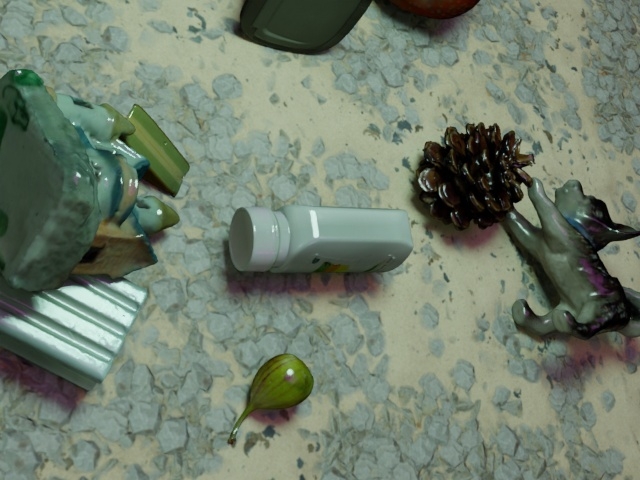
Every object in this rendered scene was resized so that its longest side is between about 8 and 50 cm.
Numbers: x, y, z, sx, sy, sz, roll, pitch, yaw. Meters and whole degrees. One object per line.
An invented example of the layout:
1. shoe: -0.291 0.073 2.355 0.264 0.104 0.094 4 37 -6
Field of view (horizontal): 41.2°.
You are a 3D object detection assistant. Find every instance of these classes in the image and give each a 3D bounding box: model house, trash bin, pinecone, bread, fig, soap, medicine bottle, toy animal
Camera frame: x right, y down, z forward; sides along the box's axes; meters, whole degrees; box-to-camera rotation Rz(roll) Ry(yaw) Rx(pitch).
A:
1. model house: -0.310 -0.079 1.236 0.325 0.194 0.267 10 38 -50
2. trash bin: -0.028 -0.517 1.597 0.219 0.220 0.250 13 59 -26
3. pinecone: 0.303 -0.132 1.637 0.221 0.221 0.221 10 67 -26
4. bread: -0.270 -0.145 1.390 0.139 0.084 0.074 33 58 -16
5. fig: -0.086 0.242 1.351 0.166 0.093 0.093 -29 88 -30
6. soap: -0.406 0.084 1.226 0.265 0.087 0.160 31 57 -16
7. medicine bottle: 0.000 0.000 1.441 0.296 0.161 0.111 3 69 -30
8. toy animal: 0.535 0.042 1.717 0.302 0.194 0.344 3 74 -23

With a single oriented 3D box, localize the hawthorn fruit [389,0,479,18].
1. hawthorn fruit: 0.227 -0.588 1.733 0.299 0.275 0.275 -2 73 -15
